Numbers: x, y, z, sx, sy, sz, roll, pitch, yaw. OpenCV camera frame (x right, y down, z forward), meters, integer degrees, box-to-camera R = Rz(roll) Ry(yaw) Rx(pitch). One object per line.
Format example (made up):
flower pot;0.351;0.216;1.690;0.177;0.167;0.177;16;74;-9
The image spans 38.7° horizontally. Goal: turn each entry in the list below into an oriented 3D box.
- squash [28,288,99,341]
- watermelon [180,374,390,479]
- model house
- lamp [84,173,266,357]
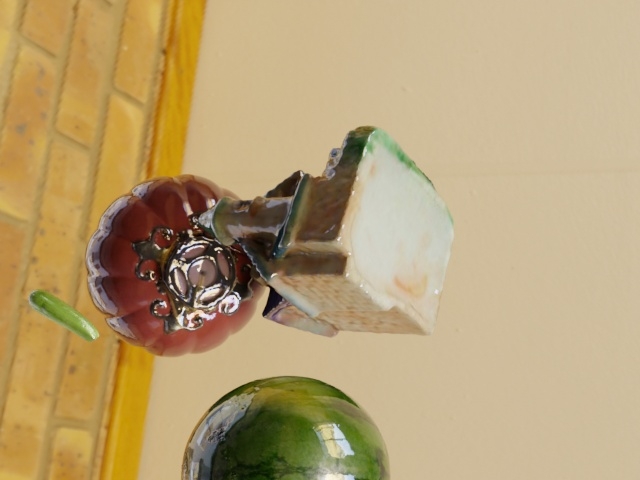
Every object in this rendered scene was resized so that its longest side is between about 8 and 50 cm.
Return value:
squash;-0.277;0.081;0.984;0.089;0.027;0.027;30;-90;5
watermelon;-0.039;0.272;1.046;0.242;0.242;0.242;-9;-110;26
model house;0.000;0.000;1.340;0.280;0.312;0.245;-1;-117;34
lamp;-0.232;0.041;1.495;0.257;0.303;0.303;6;-105;65
